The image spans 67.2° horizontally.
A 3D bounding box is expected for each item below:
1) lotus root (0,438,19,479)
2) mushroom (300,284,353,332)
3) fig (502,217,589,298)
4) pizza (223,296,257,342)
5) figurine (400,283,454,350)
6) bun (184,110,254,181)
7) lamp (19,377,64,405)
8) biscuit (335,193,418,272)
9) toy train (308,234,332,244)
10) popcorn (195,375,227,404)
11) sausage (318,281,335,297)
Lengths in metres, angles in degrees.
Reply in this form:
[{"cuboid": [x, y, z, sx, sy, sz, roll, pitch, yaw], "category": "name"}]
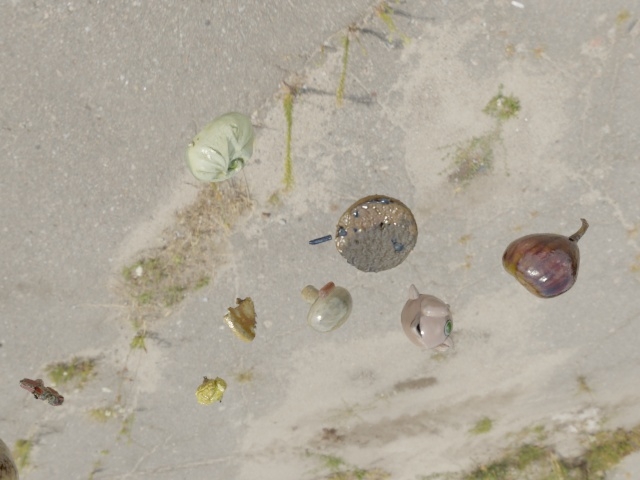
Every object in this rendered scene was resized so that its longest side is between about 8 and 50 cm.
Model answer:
[{"cuboid": [-0.438, 0.278, 0.532, 0.154, 0.140, 0.257, 10, 159, 18], "category": "lotus root"}, {"cuboid": [0.030, 0.248, 1.863, 0.206, 0.209, 0.206, -11, 146, -8], "category": "mushroom"}, {"cuboid": [0.517, 0.051, 1.082, 0.201, 0.148, 0.150, -12, 98, 17], "category": "fig"}, {"cuboid": [-0.297, 0.276, 1.790, 0.069, 0.194, 0.154, -33, 112, 21], "category": "pizza"}, {"cuboid": [0.238, 0.176, 1.065, 0.125, 0.125, 0.138, -32, 126, 16], "category": "figurine"}, {"cuboid": [-0.318, -0.287, 1.573, 0.259, 0.259, 0.160, -38, 91, 21], "category": "bun"}, {"cuboid": [-0.527, 0.290, 0.918, 0.083, 0.031, 0.063, 24, 162, 7], "category": "lamp"}, {"cuboid": [0.193, -0.024, 1.663, 0.295, 0.075, 0.296, 3, 116, 7], "category": "biscuit"}, {"cuboid": [0.000, 0.000, 1.691, 0.083, 0.017, 0.017, -17, 124, -10], "category": "toy train"}, {"cuboid": [-0.286, 0.381, 1.250, 0.084, 0.084, 0.084, -6, 131, -6], "category": "popcorn"}, {"cuboid": [0.021, 0.166, 1.622, 0.034, 0.083, 0.034, 12, 114, 27], "category": "sausage"}]
